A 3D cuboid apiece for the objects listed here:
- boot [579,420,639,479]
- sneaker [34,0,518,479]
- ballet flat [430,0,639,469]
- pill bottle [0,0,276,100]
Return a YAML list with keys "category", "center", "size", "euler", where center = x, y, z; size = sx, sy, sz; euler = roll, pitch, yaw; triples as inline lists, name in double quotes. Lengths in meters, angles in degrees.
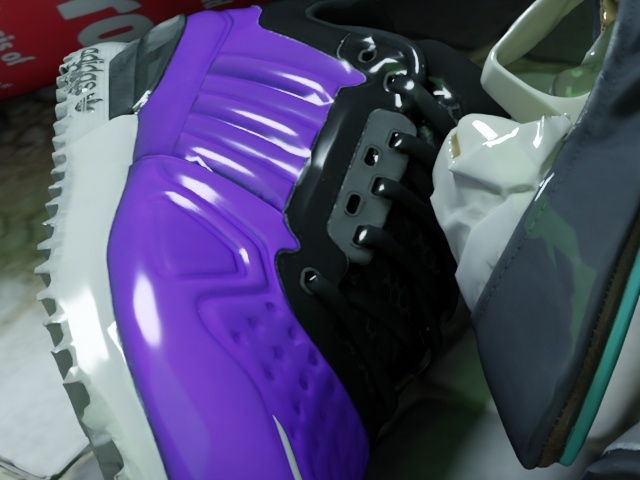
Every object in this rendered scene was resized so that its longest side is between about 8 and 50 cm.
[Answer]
- category: "boot"
  center: [0.244, 0.013, 0.426]
  size: [0.338, 0.118, 0.223]
  euler: [-9, 38, 35]
- category: "sneaker"
  center: [0.000, -0.001, 0.557]
  size: [0.146, 0.102, 0.293]
  euler: [-18, 35, 3]
- category: "ballet flat"
  center: [0.072, -0.024, 0.521]
  size: [0.074, 0.074, 0.203]
  euler: [4, 46, 31]
- category: "pill bottle"
  center: [-0.054, -0.198, 0.739]
  size: [0.407, 0.229, 0.229]
  euler: [-16, 35, 7]
